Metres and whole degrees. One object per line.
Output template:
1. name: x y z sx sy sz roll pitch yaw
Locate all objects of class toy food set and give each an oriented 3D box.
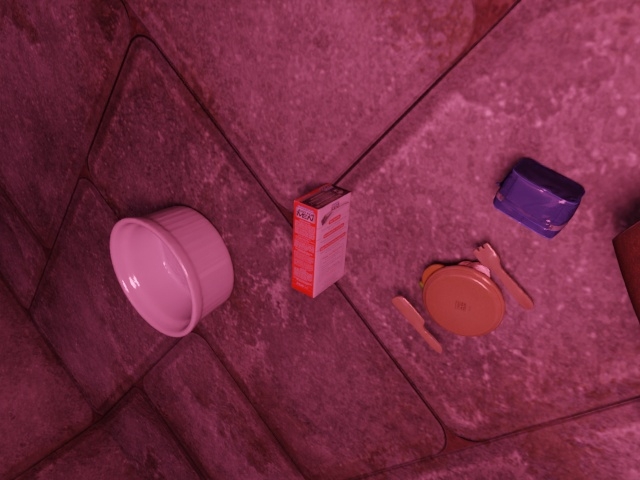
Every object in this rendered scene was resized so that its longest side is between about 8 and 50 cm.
1. toy food set: 0.213 0.085 0.810 0.132 0.038 0.192 50 130 -2

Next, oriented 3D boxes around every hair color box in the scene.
1. hair color box: 0.000 0.000 0.900 0.053 0.093 0.167 24 126 29

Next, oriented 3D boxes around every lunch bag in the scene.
1. lunch bag: 0.263 -0.051 0.665 0.098 0.067 0.065 36 131 22

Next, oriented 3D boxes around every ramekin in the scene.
1. ramekin: -0.317 0.058 1.173 0.277 0.135 0.277 20 124 33

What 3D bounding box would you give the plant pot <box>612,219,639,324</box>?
1. plant pot: 0.408 0.064 0.527 0.230 0.215 0.215 60 137 18
